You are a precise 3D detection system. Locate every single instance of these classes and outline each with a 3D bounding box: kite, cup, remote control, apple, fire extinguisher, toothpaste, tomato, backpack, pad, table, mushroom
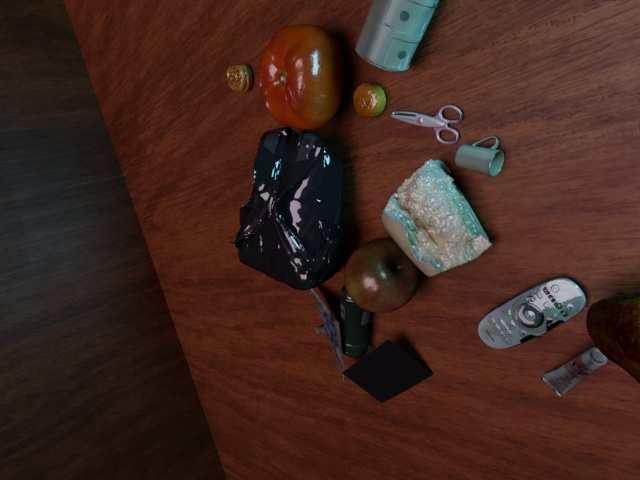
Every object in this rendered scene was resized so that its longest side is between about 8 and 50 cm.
[{"bbox_3d":[0.019,0.288,1.427,0.314,0.011,0.335,128,125,-70],"label":"kite"},{"bbox_3d":[0.327,-0.176,0.920,0.083,0.054,0.075,27,127,41],"label":"cup"},{"bbox_3d":[0.442,0.160,0.954,0.097,0.045,0.256,57,137,11],"label":"remote control"},{"bbox_3d":[0.153,0.091,1.139,0.174,0.188,0.188,-36,79,55],"label":"apple"},{"bbox_3d":[0.100,0.202,1.323,0.093,0.118,0.294,6,116,13],"label":"fire extinguisher"},{"bbox_3d":[0.505,0.265,0.898,0.056,0.036,0.205,49,160,27],"label":"toothpaste"},{"bbox_3d":[-0.043,-0.412,1.134,0.260,0.180,0.260,21,119,44],"label":"tomato"},{"bbox_3d":[-0.082,-0.093,1.268,0.363,0.255,0.446,16,106,36],"label":"backpack"},{"bbox_3d":[0.188,0.387,1.304,0.163,0.004,0.243,39,131,-4],"label":"pad"},{"bbox_3d":[0.167,-0.474,0.909,0.126,0.126,0.220,46,135,25],"label":"table"},{"bbox_3d":[0.583,0.188,0.695,0.254,0.267,0.267,-18,93,24],"label":"mushroom"}]

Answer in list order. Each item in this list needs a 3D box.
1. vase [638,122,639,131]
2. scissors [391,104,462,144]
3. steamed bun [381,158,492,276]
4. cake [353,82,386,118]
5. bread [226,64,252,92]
[{"bbox_3d":[0.490,-0.152,0.502,0.165,0.360,0.165,25,125,41],"label":"vase"},{"bbox_3d":[0.235,-0.270,1.007,0.176,0.022,0.085,25,128,36],"label":"scissors"},{"bbox_3d":[0.247,-0.032,0.989,0.225,0.170,0.200,53,134,16],"label":"steamed bun"},{"bbox_3d":[0.118,-0.341,1.091,0.084,0.044,0.084,23,123,39],"label":"cake"},{"bbox_3d":[-0.260,-0.520,1.441,0.110,0.044,0.083,13,120,47],"label":"bread"}]
